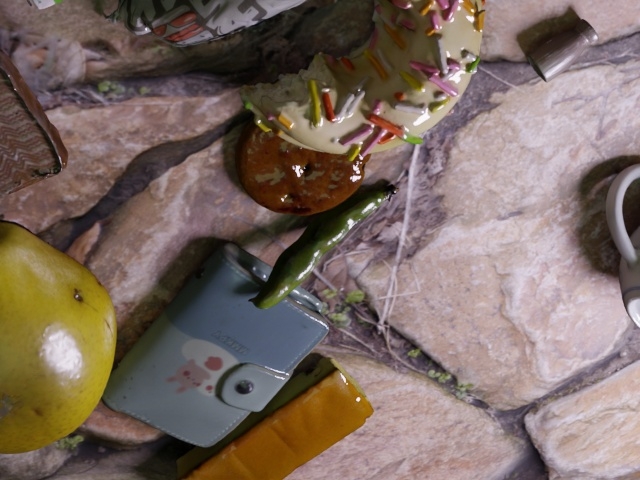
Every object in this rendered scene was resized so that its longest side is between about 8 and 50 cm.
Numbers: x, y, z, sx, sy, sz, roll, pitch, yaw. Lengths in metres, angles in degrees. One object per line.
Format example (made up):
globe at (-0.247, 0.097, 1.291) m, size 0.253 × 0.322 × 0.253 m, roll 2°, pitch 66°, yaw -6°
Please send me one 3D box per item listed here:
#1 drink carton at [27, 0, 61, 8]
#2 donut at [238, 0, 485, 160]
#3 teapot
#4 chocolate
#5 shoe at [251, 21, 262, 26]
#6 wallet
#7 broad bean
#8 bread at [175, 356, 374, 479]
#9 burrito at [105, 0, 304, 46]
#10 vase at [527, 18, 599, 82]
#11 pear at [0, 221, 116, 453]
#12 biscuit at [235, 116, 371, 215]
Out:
drink carton at (-0.280, -0.414, 1.387) m, size 0.271 × 0.108 × 0.161 m, roll -24°, pitch 125°, yaw 3°
donut at (0.080, -0.275, 1.523) m, size 0.307 × 0.150 × 0.371 m, roll 15°, pitch 110°, yaw -26°
teapot at (0.640, 0.038, 1.838) m, size 0.424 × 0.252 × 0.280 m, roll 42°, pitch 71°, yaw -9°
chocolate at (-0.456, -0.164, 1.517) m, size 0.148 × 0.093 × 0.214 m, roll -24°, pitch 125°, yaw 1°
shoe at (-0.080, -0.354, 1.497) m, size 0.064 × 0.071 × 0.142 m, roll 5°, pitch 125°, yaw -16°
wallet at (-0.171, 0.193, 1.828) m, size 0.252 × 0.083 × 0.360 m, roll 33°, pitch 112°, yaw -23°
broad bean at (-0.001, -0.001, 1.741) m, size 0.297 × 0.043 × 0.060 m, roll -43°, pitch 80°, yaw -6°
bread at (-0.079, 0.348, 1.950) m, size 0.361 × 0.077 × 0.138 m, roll -36°, pitch 122°, yaw 11°
burrito at (-0.106, -0.333, 1.399) m, size 0.446 × 0.139 × 0.101 m, roll -16°, pitch 145°, yaw 29°
vase at (0.366, -0.287, 1.658) m, size 0.101 × 0.053 × 0.053 m, roll -37°, pitch 123°, yaw 6°
pear at (-0.480, 0.181, 1.677) m, size 0.341 × 0.191 × 0.386 m, roll -20°, pitch 125°, yaw -1°
biscuit at (-0.025, -0.127, 1.677) m, size 0.212 × 0.036 × 0.212 m, roll -6°, pitch 122°, yaw -10°
